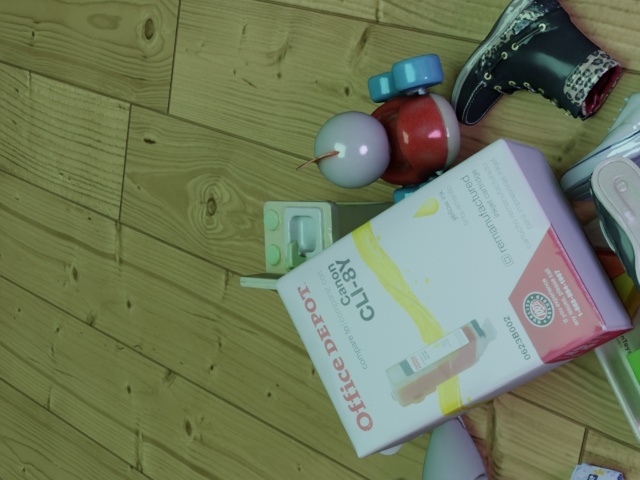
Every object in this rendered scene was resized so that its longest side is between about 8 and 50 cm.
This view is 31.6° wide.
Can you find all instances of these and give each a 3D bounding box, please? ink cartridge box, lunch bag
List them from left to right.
[{"bbox_3d":[0.170,0.083,1.512,0.384,0.160,0.279,-32,75,24],"label":"ink cartridge box"},{"bbox_3d":[0.384,0.358,1.581,0.071,0.053,0.083,7,90,42],"label":"lunch bag"}]

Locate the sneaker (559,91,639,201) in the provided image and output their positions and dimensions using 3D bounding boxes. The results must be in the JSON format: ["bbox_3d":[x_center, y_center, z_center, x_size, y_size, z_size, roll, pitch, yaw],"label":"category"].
[{"bbox_3d":[0.418,-0.140,1.480,0.258,0.094,0.091,-35,51,37],"label":"sneaker"}]

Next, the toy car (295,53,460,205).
[{"bbox_3d":[0.068,-0.136,1.668,0.210,0.238,0.219,172,86,-73],"label":"toy car"}]

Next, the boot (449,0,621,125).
[{"bbox_3d":[0.295,-0.215,1.582,0.178,0.085,0.236,50,127,25],"label":"boot"}]

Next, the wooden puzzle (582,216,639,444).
[{"bbox_3d":[0.477,0.072,1.438,0.348,0.080,0.322,-36,69,40],"label":"wooden puzzle"}]

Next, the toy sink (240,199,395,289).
[{"bbox_3d":[0.000,0.000,1.786,0.152,0.234,0.131,2,96,45],"label":"toy sink"}]

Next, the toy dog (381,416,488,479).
[{"bbox_3d":[0.166,0.322,1.711,0.220,0.161,0.334,-49,62,35],"label":"toy dog"}]

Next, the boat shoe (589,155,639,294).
[{"bbox_3d":[0.407,0.007,1.413,0.079,0.084,0.233,95,150,-79],"label":"boat shoe"}]
